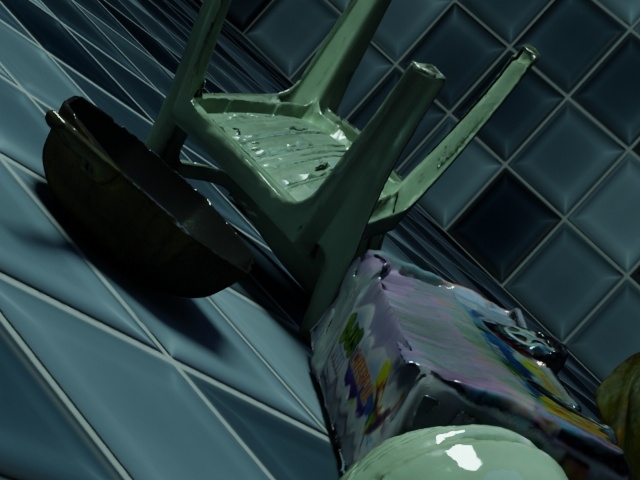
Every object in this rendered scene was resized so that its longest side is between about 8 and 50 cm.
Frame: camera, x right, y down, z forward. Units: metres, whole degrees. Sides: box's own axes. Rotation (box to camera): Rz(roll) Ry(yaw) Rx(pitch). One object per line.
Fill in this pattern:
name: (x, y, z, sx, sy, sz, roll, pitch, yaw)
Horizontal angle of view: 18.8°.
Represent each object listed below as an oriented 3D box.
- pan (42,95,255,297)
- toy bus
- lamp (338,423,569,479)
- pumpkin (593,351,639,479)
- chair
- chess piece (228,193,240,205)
pan: (-0.113, -0.030, 0.962, 0.128, 0.048, 0.202, 45, 4, 40)
toy bus: (0.069, 0.092, 1.058, 0.138, 0.112, 0.317, 31, 7, -11)
lamp: (0.061, 0.144, 0.637, 0.106, 0.106, 0.193, 37, 17, -46)
pumpkin: (0.415, 0.213, 1.782, 0.303, 0.256, 0.225, 57, -7, -32)
chair: (0.006, -0.052, 1.279, 0.190, 0.274, 0.203, -5, 44, -49)
chess piece: (-0.001, 0.001, 1.500, 0.172, 0.060, 0.060, 46, 7, 32)
